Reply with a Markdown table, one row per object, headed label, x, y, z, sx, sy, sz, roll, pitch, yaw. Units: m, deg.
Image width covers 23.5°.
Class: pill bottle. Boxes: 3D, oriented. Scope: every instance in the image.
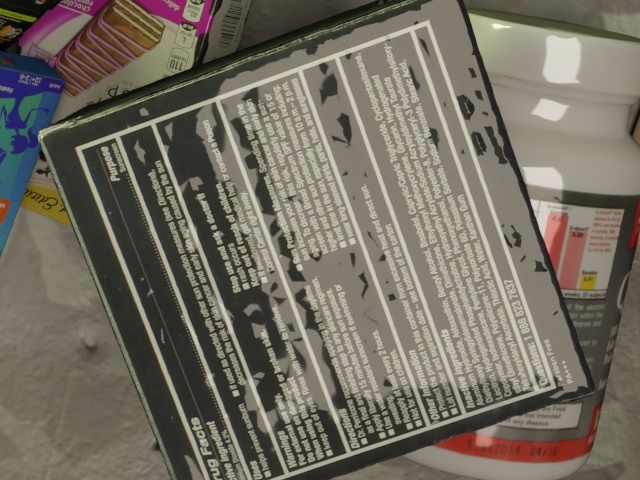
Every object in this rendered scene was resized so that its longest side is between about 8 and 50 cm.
| label | x | y | z | sx | sy | sz | roll | pitch | yaw |
| --- | --- | --- | --- | --- | --- | --- | --- | --- | --- |
| pill bottle | 0.157 | 0.000 | 1.284 | 0.210 | 0.210 | 0.363 | 7 | 102 | -13 |

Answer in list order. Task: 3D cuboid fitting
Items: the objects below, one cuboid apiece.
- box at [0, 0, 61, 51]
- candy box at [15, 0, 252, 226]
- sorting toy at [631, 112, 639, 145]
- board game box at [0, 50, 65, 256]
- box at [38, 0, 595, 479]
| label | x | y | z | sx | sy | sz | roll | pitch | yaw |
| --- | --- | --- | --- | --- | --- | --- | --- | --- | --- |
| box | -0.301 | -0.175 | 1.139 | 0.184 | 0.190 | 0.045 | -38 | 67 | 24 |
| candy box | -0.162 | -0.124 | 1.223 | 0.159 | 0.071 | 0.234 | 20 | 100 | 18 |
| sorting toy | 0.387 | -0.090 | 1.405 | 0.208 | 0.038 | 0.193 | 16 | 100 | -11 |
| board game box | -0.301 | -0.047 | 1.156 | 0.160 | 0.047 | 0.210 | 7 | 114 | -42 |
| box | 0.000 | 0.000 | 1.094 | 0.294 | 0.183 | 0.296 | -19 | 99 | 4 |
